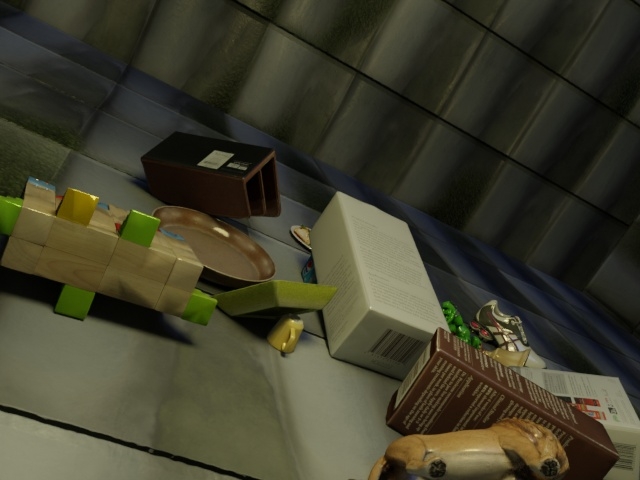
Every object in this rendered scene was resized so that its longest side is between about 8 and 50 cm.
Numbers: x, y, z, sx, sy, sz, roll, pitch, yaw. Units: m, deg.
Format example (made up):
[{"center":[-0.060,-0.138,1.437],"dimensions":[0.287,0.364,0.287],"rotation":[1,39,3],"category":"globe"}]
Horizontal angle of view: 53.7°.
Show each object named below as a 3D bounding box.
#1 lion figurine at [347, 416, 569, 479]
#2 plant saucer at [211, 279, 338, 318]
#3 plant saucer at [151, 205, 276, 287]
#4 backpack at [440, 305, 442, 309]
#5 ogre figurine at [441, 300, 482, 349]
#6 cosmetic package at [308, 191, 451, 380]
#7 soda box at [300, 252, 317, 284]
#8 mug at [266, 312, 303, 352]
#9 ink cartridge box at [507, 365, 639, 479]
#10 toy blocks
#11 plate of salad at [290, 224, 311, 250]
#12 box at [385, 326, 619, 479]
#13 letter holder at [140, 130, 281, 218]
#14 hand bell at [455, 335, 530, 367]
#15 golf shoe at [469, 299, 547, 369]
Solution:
[{"center":[0.225,0.356,1.012],"dimensions":[0.392,0.142,0.240],"rotation":[6,3,-4],"category":"lion figurine"},{"center":[-0.089,0.125,1.267],"dimensions":[0.188,0.188,0.045],"rotation":[11,69,-49],"category":"plant saucer"},{"center":[-0.249,0.021,1.445],"dimensions":[0.310,0.050,0.310],"rotation":[28,16,-9],"category":"plant saucer"},{"center":[0.283,0.211,1.719],"dimensions":[0.101,0.098,0.120],"rotation":[57,22,17],"category":"backpack"},{"center":[0.361,0.264,1.666],"dimensions":[0.118,0.097,0.197],"rotation":[44,16,-33],"category":"ogre figurine"},{"center":[0.125,0.097,1.511],"dimensions":[0.230,0.161,0.453],"rotation":[23,30,-22],"category":"cosmetic package"},{"center":[0.057,0.111,1.677],"dimensions":[0.210,0.067,0.071],"rotation":[25,17,-21],"category":"soda box"},{"center":[-0.061,0.183,1.250],"dimensions":[0.062,0.064,0.078],"rotation":[14,23,-46],"category":"mug"},{"center":[0.573,0.414,1.476],"dimensions":[0.272,0.130,0.309],"rotation":[5,10,16],"category":"ink cartridge box"},{"center":[-0.377,0.004,1.092],"dimensions":[0.381,0.191,0.261],"rotation":[22,7,-26],"category":"toy blocks"},{"center":[0.000,0.000,1.953],"dimensions":[0.200,0.048,0.200],"rotation":[27,15,-8],"category":"plate of salad"},{"center":[0.341,0.353,1.216],"dimensions":[0.381,0.191,0.143],"rotation":[32,16,5],"category":"box"},{"center":[-0.271,-0.131,1.612],"dimensions":[0.302,0.214,0.152],"rotation":[13,40,22],"category":"letter holder"},{"center":[0.439,0.309,1.743],"dimensions":[0.242,0.126,0.126],"rotation":[22,12,21],"category":"hand bell"},{"center":[0.596,0.303,1.960],"dimensions":[0.273,0.120,0.105],"rotation":[39,16,25],"category":"golf shoe"}]
